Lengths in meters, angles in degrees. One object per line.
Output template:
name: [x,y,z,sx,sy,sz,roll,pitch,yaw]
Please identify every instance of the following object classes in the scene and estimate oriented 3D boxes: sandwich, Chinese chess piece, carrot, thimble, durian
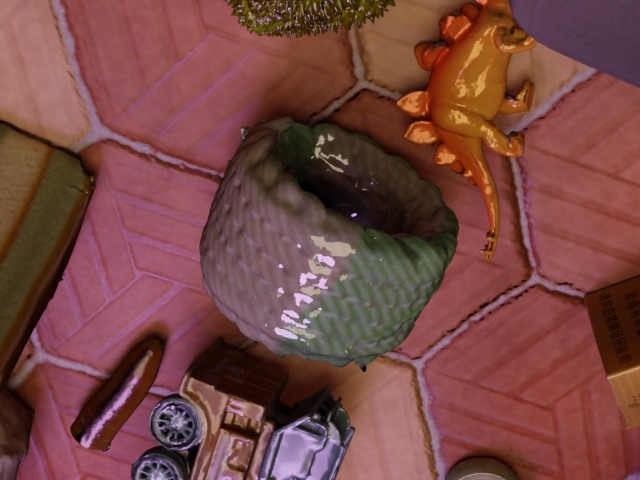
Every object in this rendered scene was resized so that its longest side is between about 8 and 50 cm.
sandwich: [-0.321,0.034,1.105,0.155,0.198,0.227,25,114,-8]
Chinese chess piece: [0.167,0.265,1.273,0.084,0.034,0.084,2,114,4]
carrot: [-0.198,0.153,1.238,0.048,0.048,0.139,35,111,-12]
thimble: [0.000,0.000,1.063,0.219,0.219,0.150,25,117,-8]
durian: [0.001,-0.245,0.972,0.198,0.159,0.146,-30,81,35]

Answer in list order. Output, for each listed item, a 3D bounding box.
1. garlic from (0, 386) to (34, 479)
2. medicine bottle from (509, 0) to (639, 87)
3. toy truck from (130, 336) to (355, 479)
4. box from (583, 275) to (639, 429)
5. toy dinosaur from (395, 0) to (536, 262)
garlic: [-0.475,0.256,1.205,0.340,0.231,0.246,12,118,-8]
medicine bottle: [0.253,-0.188,0.807,0.282,0.375,0.123,23,88,8]
toy truck: [-0.096,0.285,1.202,0.184,0.133,0.338,19,104,7]
box: [0.368,0.070,1.106,0.237,0.152,0.070,-22,112,14]
toy dinosaur: [0.127,-0.124,1.078,0.117,0.070,0.288,11,112,10]
